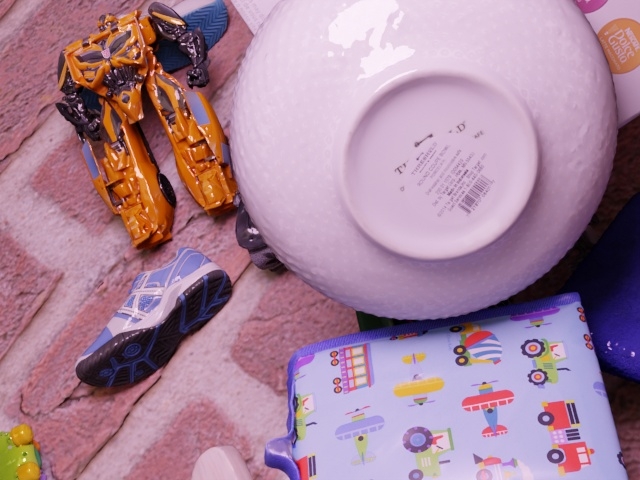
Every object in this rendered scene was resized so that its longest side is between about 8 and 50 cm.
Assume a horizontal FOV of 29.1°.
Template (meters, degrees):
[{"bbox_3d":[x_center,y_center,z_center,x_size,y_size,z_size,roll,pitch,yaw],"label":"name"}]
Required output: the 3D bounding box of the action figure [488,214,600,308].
[{"bbox_3d":[0.194,-0.019,1.285,0.164,0.141,0.276,-13,25,42],"label":"action figure"}]

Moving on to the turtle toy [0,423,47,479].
[{"bbox_3d":[-0.360,0.283,1.444,0.095,0.066,0.130,-26,61,12],"label":"turtle toy"}]

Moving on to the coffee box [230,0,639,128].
[{"bbox_3d":[0.120,-0.254,1.229,0.334,0.338,0.338,-33,19,9],"label":"coffee box"}]

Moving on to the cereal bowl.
[{"bbox_3d":[0.090,-0.082,1.033,0.339,0.339,0.141,-33,16,8],"label":"cereal bowl"}]

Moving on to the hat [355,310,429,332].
[{"bbox_3d":[0.150,0.104,1.279,0.183,0.173,0.209,-17,100,-8],"label":"hat"}]

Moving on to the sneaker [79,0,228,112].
[{"bbox_3d":[-0.228,-0.264,1.611,0.228,0.087,0.092,-28,58,9],"label":"sneaker"}]

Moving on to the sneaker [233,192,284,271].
[{"bbox_3d":[0.000,0.000,1.389,0.153,0.101,0.269,-39,52,5],"label":"sneaker"}]

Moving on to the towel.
[{"bbox_3d":[0.382,0.068,1.142,0.308,0.076,0.228,22,62,45],"label":"towel"}]

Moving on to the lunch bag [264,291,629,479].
[{"bbox_3d":[0.097,0.178,1.072,0.293,0.138,0.221,-3,50,-3],"label":"lunch bag"}]

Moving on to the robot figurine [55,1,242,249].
[{"bbox_3d":[-0.214,-0.149,1.508,0.211,0.085,0.291,-25,84,12],"label":"robot figurine"}]

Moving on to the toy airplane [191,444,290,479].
[{"bbox_3d":[-0.010,0.417,1.103,0.386,0.272,0.385,19,87,22],"label":"toy airplane"}]

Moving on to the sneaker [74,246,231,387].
[{"bbox_3d":[-0.204,0.092,1.457,0.211,0.080,0.081,-38,51,-6],"label":"sneaker"}]
